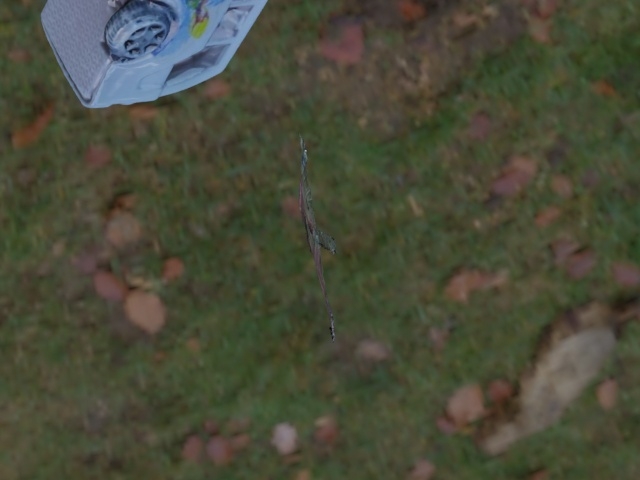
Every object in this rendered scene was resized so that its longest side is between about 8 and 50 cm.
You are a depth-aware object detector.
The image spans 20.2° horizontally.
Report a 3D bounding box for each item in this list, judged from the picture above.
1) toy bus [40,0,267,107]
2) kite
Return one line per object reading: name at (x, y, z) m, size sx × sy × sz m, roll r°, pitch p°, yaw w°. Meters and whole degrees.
toy bus at (-0.075, -0.232, 1.229) m, size 0.136 × 0.109 × 0.329 m, roll -9°, pitch 147°, yaw -41°
kite at (-0.001, 0.000, 1.107) m, size 0.005 × 0.152 × 0.137 m, roll -11°, pitch 107°, yaw -5°
